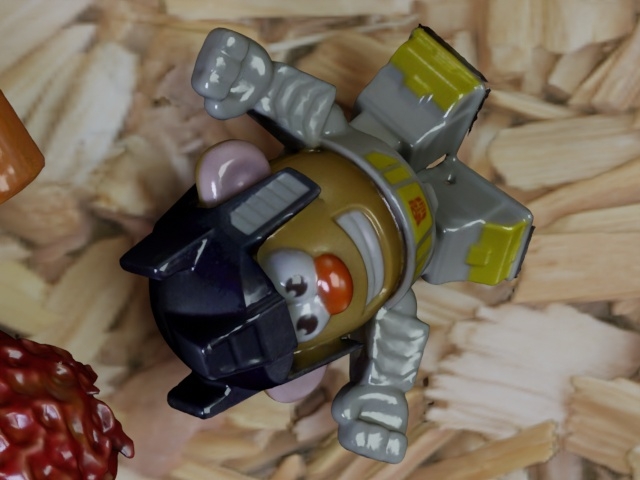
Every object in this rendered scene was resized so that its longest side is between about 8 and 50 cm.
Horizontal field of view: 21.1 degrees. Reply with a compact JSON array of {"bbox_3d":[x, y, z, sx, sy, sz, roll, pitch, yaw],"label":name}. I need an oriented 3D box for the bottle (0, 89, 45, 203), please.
[{"bbox_3d":[-0.238,-0.104,1.007,0.069,0.069,0.187,-40,111,-26],"label":"bottle"}]

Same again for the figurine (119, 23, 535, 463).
[{"bbox_3d":[0.000,0.003,1.122,0.308,0.143,0.308,8,71,-25],"label":"figurine"}]

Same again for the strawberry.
[{"bbox_3d":[-0.238,0.106,0.958,0.205,0.205,0.244,-38,91,-27],"label":"strawberry"}]
